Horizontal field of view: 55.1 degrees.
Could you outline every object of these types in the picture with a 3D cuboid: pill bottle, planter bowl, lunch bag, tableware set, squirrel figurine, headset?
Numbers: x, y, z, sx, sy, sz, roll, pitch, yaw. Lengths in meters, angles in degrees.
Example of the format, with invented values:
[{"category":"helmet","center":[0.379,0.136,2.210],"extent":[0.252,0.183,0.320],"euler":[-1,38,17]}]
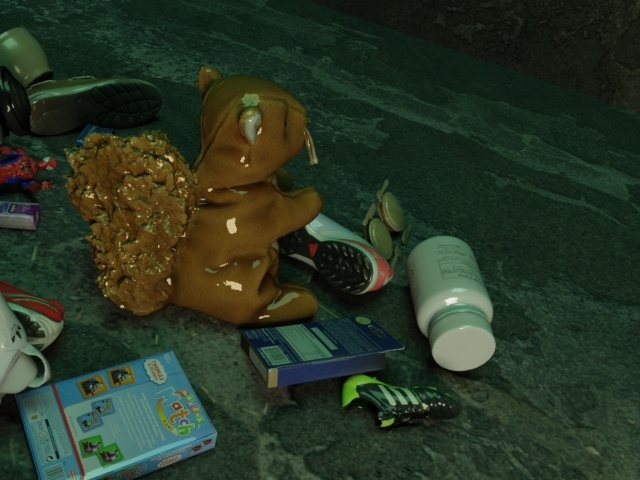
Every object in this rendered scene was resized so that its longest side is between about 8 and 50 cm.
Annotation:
[{"category":"pill bottle","center":[0.227,0.107,1.069],"extent":[0.131,0.131,0.229],"euler":[9,35,-8]},{"category":"planter bowl","center":[-0.697,-0.395,1.429],"extent":[0.109,0.162,0.162],"euler":[43,36,-7]},{"category":"lunch bag","center":[-0.477,-0.196,1.289],"extent":[0.065,0.067,0.098],"euler":[11,37,-5]},{"category":"tableware set","center":[0.126,-0.029,1.268],"extent":[0.039,0.128,0.194],"euler":[-19,23,32]},{"category":"squirrel figurine","center":[-0.182,-0.072,0.961],"extent":[0.397,0.370,0.281],"euler":[-6,40,-26]},{"category":"headset","center":[-0.630,-0.208,1.092],"extent":[0.243,0.185,0.394],"euler":[-19,5,-36]}]

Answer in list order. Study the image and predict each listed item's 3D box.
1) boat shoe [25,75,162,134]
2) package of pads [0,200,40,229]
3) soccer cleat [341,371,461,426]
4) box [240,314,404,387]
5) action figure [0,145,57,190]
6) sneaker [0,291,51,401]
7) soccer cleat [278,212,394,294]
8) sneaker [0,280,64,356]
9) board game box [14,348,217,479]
[{"category":"boat shoe","center":[-0.528,-0.329,1.411],"extent":[0.324,0.123,0.116],"euler":[-13,41,-35]},{"category":"package of pads","center":[-0.546,-0.045,1.089],"extent":[0.083,0.032,0.050],"euler":[4,39,-14]},{"category":"soccer cleat","center":[0.118,0.247,0.910],"extent":[0.178,0.060,0.072],"euler":[11,44,6]},{"category":"box","center":[0.003,0.167,0.953],"extent":[0.225,0.037,0.136],"euler":[-5,18,-23]},{"category":"action figure","center":[-0.596,-0.115,1.090],"extent":[0.280,0.091,0.139],"euler":[-22,15,-41]},{"category":"sneaker","center":[-0.513,0.158,0.731],"extent":[0.365,0.210,0.137],"euler":[-25,25,7]},{"category":"soccer cleat","center":[0.000,0.000,1.181],"extent":[0.318,0.109,0.116],"euler":[34,17,31]},{"category":"sneaker","center":[-0.507,0.098,0.876],"extent":[0.279,0.107,0.118],"euler":[16,17,-4]},{"category":"board game box","center":[-0.265,0.235,0.798],"extent":[0.211,0.039,0.160],"euler":[-13,43,-31]}]
